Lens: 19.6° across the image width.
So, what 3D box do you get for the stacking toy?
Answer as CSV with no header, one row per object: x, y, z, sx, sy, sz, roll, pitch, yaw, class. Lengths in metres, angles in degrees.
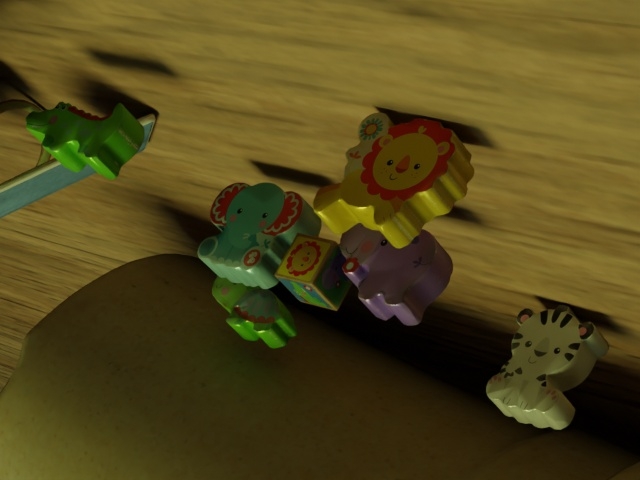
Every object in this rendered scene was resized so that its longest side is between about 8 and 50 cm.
0.000,0.000,0.788,0.221,0.052,0.167,13,156,39,stacking toy

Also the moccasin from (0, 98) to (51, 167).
-0.216,-0.039,0.883,0.147,0.139,0.380,32,166,-8,moccasin

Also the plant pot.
-0.016,0.174,0.954,0.305,0.334,0.334,33,168,29,plant pot

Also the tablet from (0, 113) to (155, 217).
-0.115,-0.033,0.849,0.006,0.083,0.054,62,165,7,tablet
